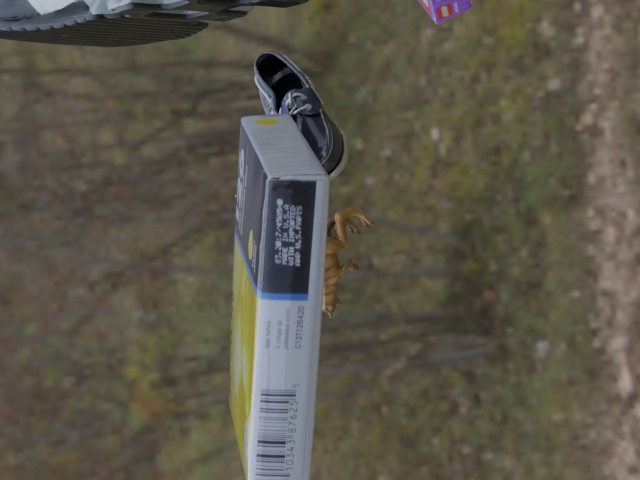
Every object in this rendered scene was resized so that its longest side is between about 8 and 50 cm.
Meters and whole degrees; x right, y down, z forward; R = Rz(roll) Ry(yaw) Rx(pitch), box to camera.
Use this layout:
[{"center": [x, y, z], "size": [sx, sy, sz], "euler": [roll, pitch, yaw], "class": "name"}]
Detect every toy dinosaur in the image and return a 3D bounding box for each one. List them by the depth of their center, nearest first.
[{"center": [0.000, 0.000, 2.066], "size": [0.064, 0.112, 0.211], "euler": [18, 144, 49], "class": "toy dinosaur"}]

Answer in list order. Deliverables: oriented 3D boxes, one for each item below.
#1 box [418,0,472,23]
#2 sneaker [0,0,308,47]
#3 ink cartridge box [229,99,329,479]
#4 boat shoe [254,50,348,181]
[{"center": [0.095, -0.437, 2.279], "size": [0.293, 0.057, 0.201], "euler": [-120, 7, -46], "class": "box"}, {"center": [-0.114, -0.198, 1.077], "size": [0.330, 0.122, 0.146], "euler": [-6, 87, 47], "class": "sneaker"}, {"center": [-0.050, 0.043, 1.704], "size": [0.307, 0.072, 0.303], "euler": [-122, 33, -70], "class": "ink cartridge box"}, {"center": [-0.029, -0.128, 1.849], "size": [0.065, 0.075, 0.206], "euler": [50, -169, -37], "class": "boat shoe"}]
